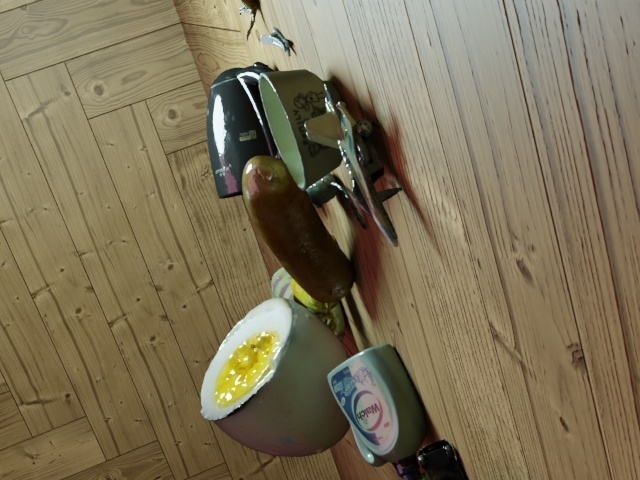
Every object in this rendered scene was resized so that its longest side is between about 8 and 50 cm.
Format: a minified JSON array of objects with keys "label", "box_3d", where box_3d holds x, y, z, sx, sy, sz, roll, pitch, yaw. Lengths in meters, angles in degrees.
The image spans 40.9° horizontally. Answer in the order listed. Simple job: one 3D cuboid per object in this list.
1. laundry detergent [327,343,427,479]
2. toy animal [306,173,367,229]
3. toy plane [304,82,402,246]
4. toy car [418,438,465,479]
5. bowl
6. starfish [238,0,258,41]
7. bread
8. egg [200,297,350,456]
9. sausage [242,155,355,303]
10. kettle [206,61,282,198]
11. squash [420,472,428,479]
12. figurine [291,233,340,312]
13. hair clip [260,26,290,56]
[{"label":"laundry detergent","box_3d":[0.128,0.375,1.786,0.215,0.105,0.280,-41,67,49]},{"label":"toy animal","box_3d":[0.021,-0.094,1.687,0.079,0.070,0.253,34,177,-31]},{"label":"toy plane","box_3d":[0.068,-0.111,1.294,0.262,0.088,0.192,56,173,16]},{"label":"toy car","box_3d":[0.239,0.453,1.593,0.062,0.071,0.165,39,-152,-80]},{"label":"bowl","box_3d":[-0.018,-0.202,1.466,0.211,0.112,0.211,159,90,-82]},{"label":"starfish","box_3d":[-0.153,-0.491,1.825,0.133,0.041,0.130,-125,24,-80]},{"label":"bread","box_3d":[-0.045,0.179,2.365,0.338,0.155,0.187,-146,41,-75]},{"label":"egg","box_3d":[-0.062,0.363,2.076,0.340,0.354,0.354,39,-176,-24]},{"label":"sausage","box_3d":[-0.051,-0.018,1.736,0.136,0.123,0.501,32,164,34]},{"label":"kettle","box_3d":[-0.146,-0.259,1.957,0.268,0.207,0.290,-9,94,51]},{"label":"squash","box_3d":[0.221,0.569,1.956,0.239,0.069,0.069,97,151,-70]},{"label":"figurine","box_3d":[-0.001,0.086,2.044,0.246,0.131,0.156,98,172,-46]},{"label":"hair clip","box_3d":[-0.085,-0.386,1.685,0.115,0.039,0.030,50,165,57]}]
